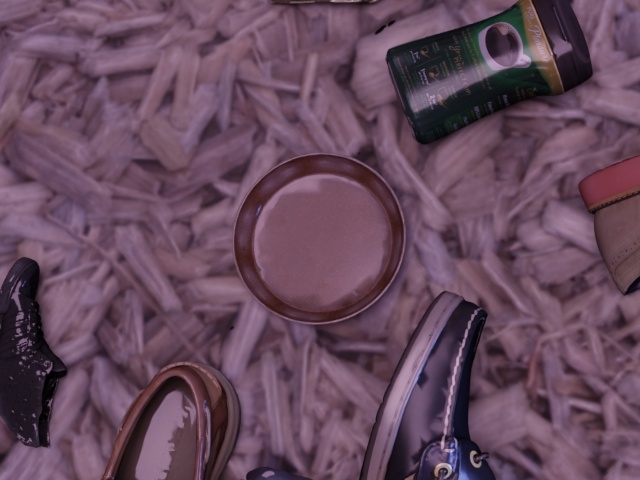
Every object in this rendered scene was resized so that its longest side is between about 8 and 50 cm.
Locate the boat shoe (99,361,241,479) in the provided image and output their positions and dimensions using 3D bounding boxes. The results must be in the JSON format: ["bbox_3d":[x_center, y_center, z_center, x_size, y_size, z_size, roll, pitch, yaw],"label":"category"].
[{"bbox_3d":[-0.165,0.263,1.677,0.123,0.116,0.324,10,80,12],"label":"boat shoe"}]

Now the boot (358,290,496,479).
[{"bbox_3d":[0.173,0.256,1.608,0.284,0.138,0.377,14,84,14],"label":"boot"}]

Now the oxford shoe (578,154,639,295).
[{"bbox_3d":[0.398,-0.041,1.606,0.348,0.123,0.130,-19,80,39],"label":"oxford shoe"}]

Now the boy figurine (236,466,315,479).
[{"bbox_3d":[-0.057,0.354,1.619,0.092,0.177,0.285,21,64,-25],"label":"boy figurine"}]

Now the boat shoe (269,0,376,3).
[{"bbox_3d":[0.019,-0.257,1.802,0.153,0.048,0.056,-5,65,2],"label":"boat shoe"}]

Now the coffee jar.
[{"bbox_3d":[0.161,-0.166,1.733,0.184,0.079,0.096,-20,72,6],"label":"coffee jar"}]

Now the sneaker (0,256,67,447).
[{"bbox_3d":[-0.279,0.108,1.768,0.089,0.051,0.170,18,86,13],"label":"sneaker"}]

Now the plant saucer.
[{"bbox_3d":[0.000,0.000,1.752,0.168,0.029,0.168,-2,77,10],"label":"plant saucer"}]
